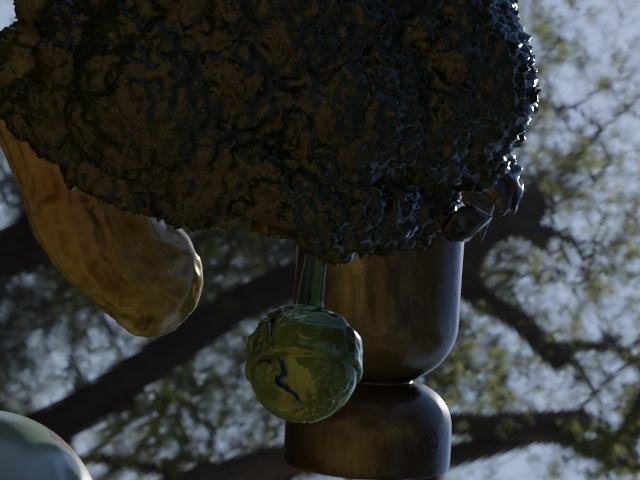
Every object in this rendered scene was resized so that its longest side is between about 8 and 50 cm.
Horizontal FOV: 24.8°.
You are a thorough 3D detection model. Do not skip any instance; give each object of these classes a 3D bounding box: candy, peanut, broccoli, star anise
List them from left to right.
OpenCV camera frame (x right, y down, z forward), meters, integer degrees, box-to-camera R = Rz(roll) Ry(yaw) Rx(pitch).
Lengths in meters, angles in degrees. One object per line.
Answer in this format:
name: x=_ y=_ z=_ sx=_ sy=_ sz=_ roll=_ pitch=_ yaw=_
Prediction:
peanut: x=-0.210 y=-0.051 z=1.371 sx=0.305 sy=0.147 sz=0.147 roll=70 pitch=-22 yaw=8
broccoli: x=-0.030 y=-0.121 z=0.888 sx=0.283 sy=0.321 sz=0.303 roll=111 pitch=-6 yaw=-67
candy: x=0.000 y=0.000 z=1.227 sx=0.093 sy=0.092 sz=0.335 roll=125 pitch=-22 yaw=-53
star anise: x=0.146 y=-0.098 z=1.415 sx=0.204 sy=0.061 sz=0.180 roll=-118 pitch=-159 yaw=-48

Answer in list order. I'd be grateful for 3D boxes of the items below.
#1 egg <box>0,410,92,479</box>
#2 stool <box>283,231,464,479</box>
egg: x=-0.257 y=0.230 z=1.120 sx=0.264 sy=0.183 sz=0.182 roll=-142 pitch=-147 yaw=-68
stool: x=0.057 y=0.106 z=1.540 sx=0.179 sy=0.179 sz=0.264 roll=11 pitch=-82 yaw=63
